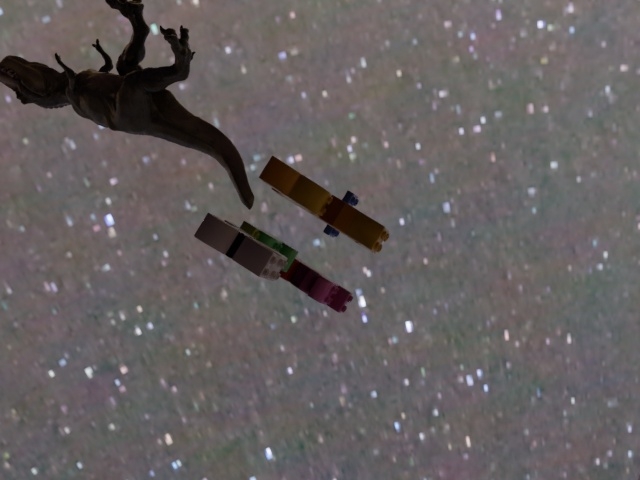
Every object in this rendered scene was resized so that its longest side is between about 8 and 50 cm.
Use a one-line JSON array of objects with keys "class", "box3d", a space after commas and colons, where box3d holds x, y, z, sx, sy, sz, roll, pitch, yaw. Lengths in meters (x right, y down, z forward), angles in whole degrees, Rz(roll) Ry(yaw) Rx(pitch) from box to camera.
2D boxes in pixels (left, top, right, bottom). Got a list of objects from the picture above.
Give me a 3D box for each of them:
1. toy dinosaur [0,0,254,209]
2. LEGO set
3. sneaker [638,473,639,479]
[{"class": "toy dinosaur", "box3d": [-0.149, -0.131, 1.061, 0.268, 0.118, 0.064, 25, -155, 23]}, {"class": "LEGO set", "box3d": [0.000, 0.000, 0.942, 0.093, 0.227, 0.087, 32, -89, 15]}, {"class": "sneaker", "box3d": [0.379, 0.166, 1.098, 0.262, 0.121, 0.099, -32, -107, -11]}]
